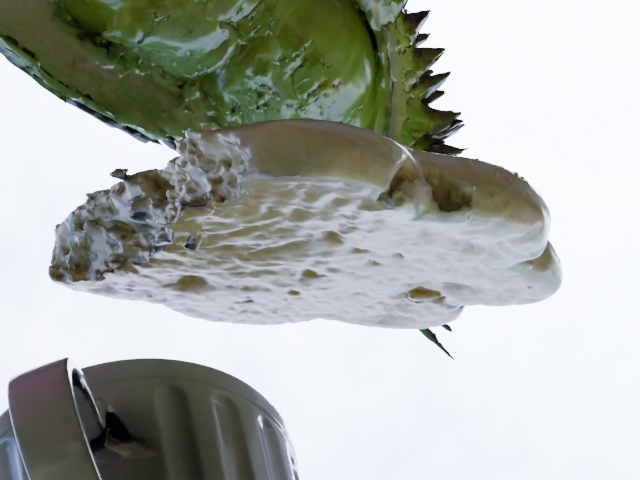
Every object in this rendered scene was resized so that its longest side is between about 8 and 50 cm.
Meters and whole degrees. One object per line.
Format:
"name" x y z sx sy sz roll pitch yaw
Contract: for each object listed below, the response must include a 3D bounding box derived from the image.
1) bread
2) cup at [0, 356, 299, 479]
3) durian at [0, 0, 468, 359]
"bread" 0.000 0.000 0.767 0.181 0.251 0.039 11 -106 -27
"cup" -0.092 0.167 0.817 0.221 0.167 0.202 34 -157 -35
"durian" -0.049 -0.097 0.926 0.352 0.158 0.169 35 -109 -34
